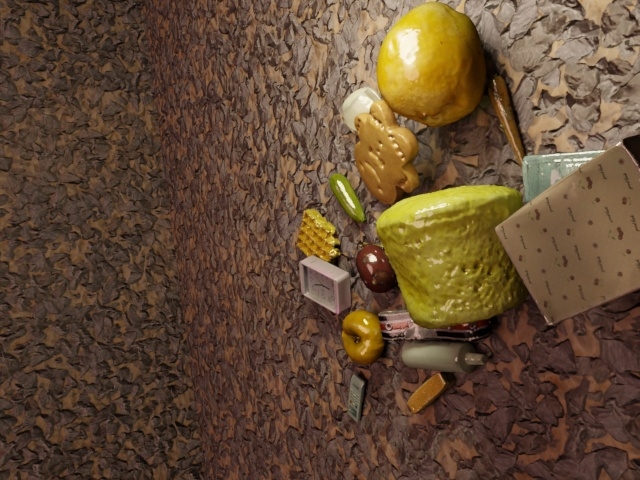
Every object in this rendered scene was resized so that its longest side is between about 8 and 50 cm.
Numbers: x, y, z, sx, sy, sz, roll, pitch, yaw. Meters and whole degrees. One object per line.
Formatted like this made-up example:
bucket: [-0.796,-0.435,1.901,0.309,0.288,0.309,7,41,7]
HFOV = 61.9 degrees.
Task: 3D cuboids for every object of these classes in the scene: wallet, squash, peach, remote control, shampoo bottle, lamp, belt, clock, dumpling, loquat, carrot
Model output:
wallet: [0.573,-0.070,1.105,0.342,0.075,0.237,5,101,54]
squash: [0.092,-0.140,1.771,0.201,0.066,0.066,59,138,21]
peach: [0.137,0.310,1.731,0.179,0.103,0.179,10,102,56]
remote control: [0.126,0.543,1.841,0.061,0.029,0.162,33,125,50]
shampoo bottle: [0.341,0.317,1.463,0.262,0.085,0.085,-10,86,54]
lamp: [0.182,0.080,1.622,0.156,0.134,0.157,-112,-1,-71]
belt: [0.307,0.227,1.466,0.359,0.126,0.094,-15,84,53]
clock: [0.014,0.152,1.863,0.197,0.063,0.150,25,129,41]
dumpling: [0.141,-0.380,1.637,0.215,0.126,0.167,-27,100,43]
loquat: [0.279,-0.427,1.310,0.276,0.276,0.284,10,83,53]
carrot: [0.450,-0.279,1.273,0.049,0.049,0.255,-27,76,52]

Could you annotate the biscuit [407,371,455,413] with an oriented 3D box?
biscuit: [0.318,0.436,1.536,0.052,0.056,0.188,62,140,31]

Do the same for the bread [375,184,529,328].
bread: [0.316,0.031,1.246,0.348,0.348,0.308,-16,85,54]

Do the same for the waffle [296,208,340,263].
waffle: [0.000,0.000,1.917,0.211,0.055,0.161,41,128,44]

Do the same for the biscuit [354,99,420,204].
biscuit: [0.174,-0.233,1.519,0.275,0.052,0.355,56,162,14]

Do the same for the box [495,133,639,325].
box: [0.521,-0.018,0.971,0.297,0.190,0.225,-46,64,51]
